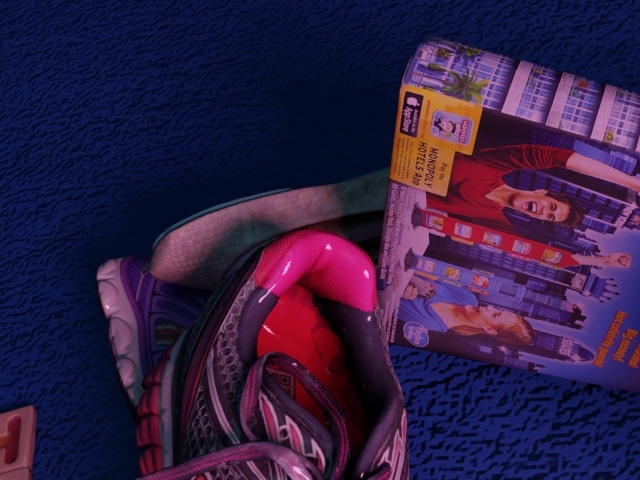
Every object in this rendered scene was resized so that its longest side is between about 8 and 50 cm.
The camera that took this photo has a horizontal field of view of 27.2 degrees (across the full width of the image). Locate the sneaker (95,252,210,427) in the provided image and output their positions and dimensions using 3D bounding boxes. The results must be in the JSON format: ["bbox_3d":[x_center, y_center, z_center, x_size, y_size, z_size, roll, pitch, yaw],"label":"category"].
[{"bbox_3d":[-0.064,0.061,0.653,0.071,0.068,0.170,-19,48,-5],"label":"sneaker"}]

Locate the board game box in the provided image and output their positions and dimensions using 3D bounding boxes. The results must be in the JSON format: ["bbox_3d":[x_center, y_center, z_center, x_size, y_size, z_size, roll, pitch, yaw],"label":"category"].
[{"bbox_3d":[0.124,0.002,0.537,0.194,0.194,0.060,17,60,8],"label":"board game box"}]

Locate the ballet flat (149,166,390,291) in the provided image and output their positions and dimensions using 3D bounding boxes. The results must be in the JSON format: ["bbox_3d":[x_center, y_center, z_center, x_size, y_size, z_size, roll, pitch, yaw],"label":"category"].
[{"bbox_3d":[0.000,0.000,0.656,0.168,0.057,0.052,-17,56,-12],"label":"ballet flat"}]

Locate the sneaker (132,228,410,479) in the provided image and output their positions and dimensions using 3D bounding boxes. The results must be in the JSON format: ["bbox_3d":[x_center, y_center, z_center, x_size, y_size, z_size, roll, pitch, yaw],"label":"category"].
[{"bbox_3d":[-0.014,0.127,0.501,0.112,0.121,0.299,-55,35,41],"label":"sneaker"}]

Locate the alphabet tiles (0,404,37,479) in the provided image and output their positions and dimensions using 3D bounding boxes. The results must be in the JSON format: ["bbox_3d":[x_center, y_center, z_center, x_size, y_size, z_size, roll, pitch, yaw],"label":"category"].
[{"bbox_3d":[-0.259,0.165,0.693,0.237,0.009,0.198,-17,47,12],"label":"alphabet tiles"}]
